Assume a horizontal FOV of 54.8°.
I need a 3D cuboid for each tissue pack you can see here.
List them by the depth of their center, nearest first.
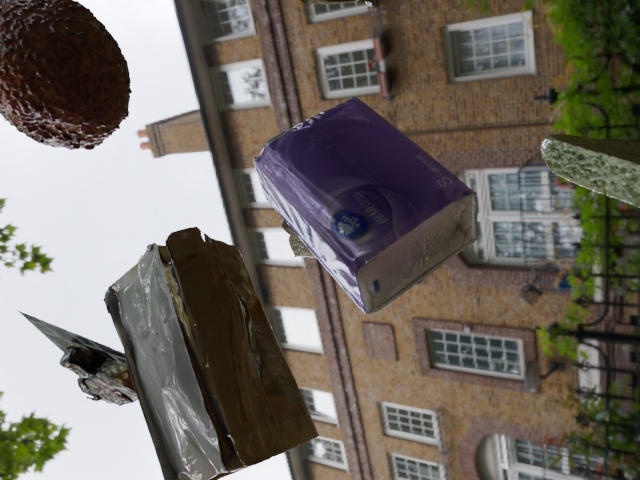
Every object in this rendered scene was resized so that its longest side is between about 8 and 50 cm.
[{"bbox_3d":[0.068,-0.078,1.063,0.242,0.338,0.160,-34,-36,-12],"label":"tissue pack"}]

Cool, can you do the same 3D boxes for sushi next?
[{"bbox_3d":[-0.440,0.295,1.276,0.320,0.339,0.068,82,-151,-57],"label":"sushi"}]

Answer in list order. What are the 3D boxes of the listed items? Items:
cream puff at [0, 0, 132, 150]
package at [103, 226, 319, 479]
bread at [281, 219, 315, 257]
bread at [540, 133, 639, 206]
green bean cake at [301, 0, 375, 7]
[{"bbox_3d":[-0.518,-0.345,1.229,0.350,0.229,0.350,32,-132,-44],"label":"cream puff"},{"bbox_3d":[-0.133,0.145,0.825,0.221,0.165,0.311,-12,-111,-31],"label":"package"},{"bbox_3d":[0.001,-0.016,1.382,0.077,0.152,0.105,-57,-42,-45],"label":"bread"},{"bbox_3d":[0.403,-0.066,0.701,0.207,0.286,0.056,-3,-65,-30],"label":"bread"},{"bbox_3d":[-0.034,-0.440,0.808,0.202,0.285,0.310,-58,-26,10],"label":"green bean cake"}]
